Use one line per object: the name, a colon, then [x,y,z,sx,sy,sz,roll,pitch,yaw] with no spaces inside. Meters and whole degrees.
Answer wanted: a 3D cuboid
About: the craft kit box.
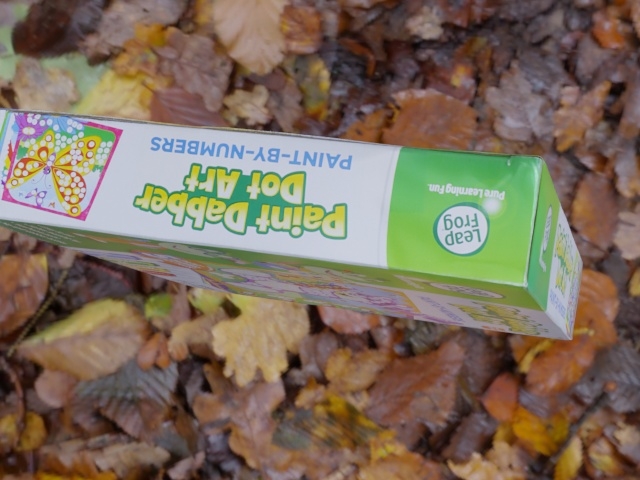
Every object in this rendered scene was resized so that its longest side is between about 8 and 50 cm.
craft kit box: [0.000,0.000,0.511,0.247,0.250,0.060,4,81,19]
